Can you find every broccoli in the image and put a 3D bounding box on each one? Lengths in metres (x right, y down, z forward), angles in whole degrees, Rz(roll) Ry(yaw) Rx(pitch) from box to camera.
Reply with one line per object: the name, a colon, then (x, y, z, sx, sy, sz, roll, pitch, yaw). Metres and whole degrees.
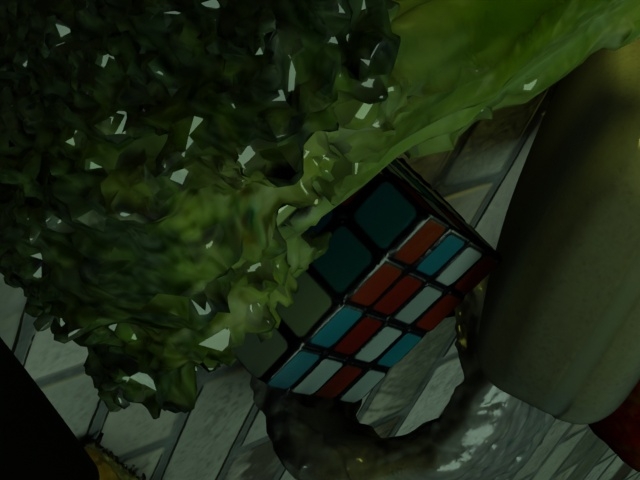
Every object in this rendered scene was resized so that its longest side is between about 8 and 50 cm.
broccoli: (0.020, -0.102, 0.550, 0.397, 0.275, 0.353, -24, -174, 11)

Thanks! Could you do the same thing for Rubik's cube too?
Rubik's cube: (0.000, 0.000, 0.840, 0.151, 0.154, 0.155, -46, 154, 11)

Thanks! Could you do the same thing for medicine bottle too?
medicine bottle: (0.220, -0.056, 0.926, 0.375, 0.123, 0.282, -61, 176, -54)

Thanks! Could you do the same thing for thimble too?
thimble: (0.075, 0.110, 1.060, 0.245, 0.217, 0.157, -33, 154, 19)

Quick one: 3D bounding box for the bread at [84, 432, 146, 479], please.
bread: (-0.168, 0.270, 1.046, 0.129, 0.134, 0.260, -40, 155, -7)

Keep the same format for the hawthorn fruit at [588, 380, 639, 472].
hawthorn fruit: (0.438, 0.068, 1.348, 0.403, 0.403, 0.403, -33, 153, -19)

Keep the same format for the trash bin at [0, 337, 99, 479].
trash bin: (-0.225, 0.185, 0.806, 0.115, 0.165, 0.225, -20, 144, -36)
